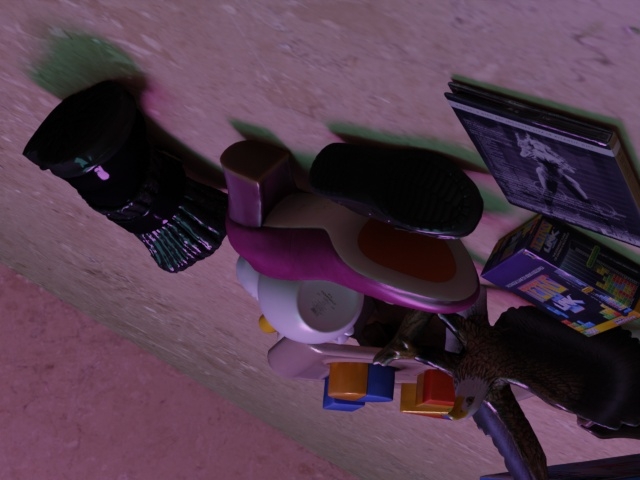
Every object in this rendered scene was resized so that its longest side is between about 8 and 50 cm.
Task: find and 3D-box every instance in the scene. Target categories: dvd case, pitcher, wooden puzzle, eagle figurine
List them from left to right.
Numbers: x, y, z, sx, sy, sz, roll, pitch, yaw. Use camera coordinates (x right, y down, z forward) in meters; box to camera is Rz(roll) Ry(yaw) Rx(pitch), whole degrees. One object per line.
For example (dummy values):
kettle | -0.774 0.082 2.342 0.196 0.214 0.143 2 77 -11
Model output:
pitcher | -0.006 0.076 2.075 0.178 0.125 0.207 43 172 -18
wooden puzzle | 0.108 0.204 2.347 0.348 0.080 0.322 11 168 -8
eagle figurine | 0.215 0.168 1.891 0.298 0.225 0.226 33 156 10
dvd case | 0.215 -0.064 1.500 0.164 0.018 0.221 21 165 30

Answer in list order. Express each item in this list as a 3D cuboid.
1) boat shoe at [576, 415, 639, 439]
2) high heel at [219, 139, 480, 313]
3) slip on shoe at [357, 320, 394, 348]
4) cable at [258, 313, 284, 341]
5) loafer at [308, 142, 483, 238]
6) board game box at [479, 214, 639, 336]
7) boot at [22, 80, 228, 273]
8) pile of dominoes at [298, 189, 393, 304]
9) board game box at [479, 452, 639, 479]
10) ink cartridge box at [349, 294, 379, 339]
boat shoe | 0.420 0.200 1.868 0.113 0.103 0.302 40 161 -34
high heel | 0.038 0.024 1.859 0.377 0.127 0.181 34 149 38
slip on shoe | 0.091 0.141 2.412 0.051 0.041 0.135 59 -167 23
cable | -0.029 0.109 2.464 0.139 0.072 0.287 20 165 7
loafer | 0.088 -0.051 1.694 0.220 0.080 0.078 22 175 43
board game box | 0.257 0.039 1.726 0.141 0.048 0.170 28 166 -3
boot | -0.215 -0.069 2.041 0.260 0.131 0.348 41 174 -17
pile of dominoes | 0.000 0.000 2.088 0.251 0.040 0.196 29 166 -6
board game box | 0.397 0.319 2.051 0.302 0.086 0.308 -5 175 -17
ink cartridge box | 0.011 0.079 2.303 0.104 0.060 0.180 22 165 22
